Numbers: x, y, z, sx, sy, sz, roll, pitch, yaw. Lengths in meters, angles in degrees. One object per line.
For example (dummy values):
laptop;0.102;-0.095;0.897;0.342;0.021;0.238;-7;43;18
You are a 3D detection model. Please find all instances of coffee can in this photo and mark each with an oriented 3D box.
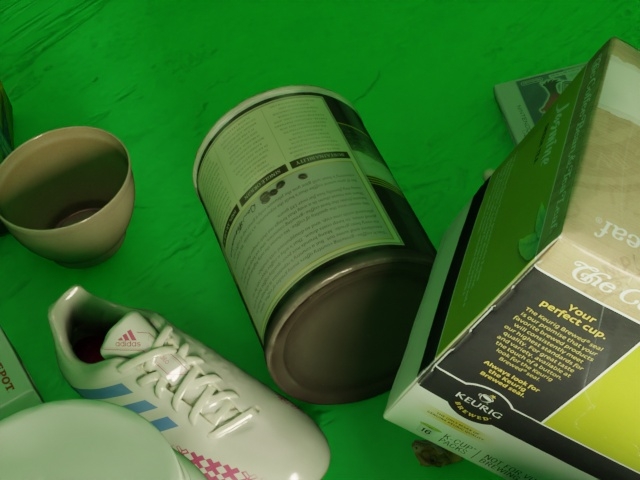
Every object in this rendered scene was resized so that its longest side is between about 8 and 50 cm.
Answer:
coffee can;0.000;0.000;1.403;0.201;0.201;0.275;-21;48;-6

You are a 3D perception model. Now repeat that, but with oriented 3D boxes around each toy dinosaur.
toy dinosaur;0.193;0.173;1.317;0.211;0.064;0.112;-12;70;10

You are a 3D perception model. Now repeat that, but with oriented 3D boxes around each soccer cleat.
soccer cleat;-0.143;0.147;1.344;0.331;0.143;0.116;22;57;28

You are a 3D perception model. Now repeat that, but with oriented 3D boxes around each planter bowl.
planter bowl;-0.282;-0.036;1.560;0.162;0.109;0.162;-6;47;7

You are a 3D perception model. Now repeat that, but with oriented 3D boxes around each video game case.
video game case;0.320;-0.140;1.579;0.201;0.023;0.183;-14;48;0

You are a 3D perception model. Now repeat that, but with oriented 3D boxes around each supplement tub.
supplement tub;-0.168;0.299;1.091;0.235;0.325;0.235;-6;48;7

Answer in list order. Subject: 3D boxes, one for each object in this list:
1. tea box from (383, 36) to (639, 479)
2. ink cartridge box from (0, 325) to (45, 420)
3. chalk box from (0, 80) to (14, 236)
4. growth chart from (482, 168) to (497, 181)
tea box;0.279;0.069;1.121;0.329;0.323;0.220;27;54;-7
ink cartridge box;-0.393;0.177;1.415;0.190;0.082;0.139;-30;50;-12
chalk box;-0.469;-0.101;1.612;0.180;0.179;0.289;-15;47;0
growth chart;0.260;0.008;1.368;0.172;0.021;0.237;-29;72;32
